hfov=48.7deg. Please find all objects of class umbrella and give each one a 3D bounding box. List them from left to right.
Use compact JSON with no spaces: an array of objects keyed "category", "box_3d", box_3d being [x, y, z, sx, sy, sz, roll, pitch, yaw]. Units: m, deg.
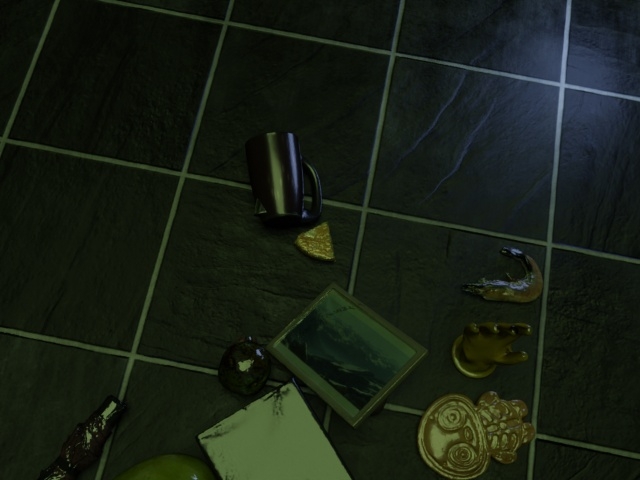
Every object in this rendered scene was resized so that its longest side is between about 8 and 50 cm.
[{"category":"umbrella","box_3d":[-0.561,0.496,1.615,0.090,0.094,0.326,37,73,-5]}]

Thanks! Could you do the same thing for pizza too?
[{"category":"pizza","box_3d":[0.000,0.000,1.849,0.122,0.026,0.109,25,69,9]}]

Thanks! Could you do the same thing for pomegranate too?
[{"category":"pomegranate","box_3d":[-0.171,0.293,1.691,0.125,0.138,0.163,17,39,14]}]

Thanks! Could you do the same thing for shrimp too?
[{"category":"shrimp","box_3d":[0.469,0.087,1.827,0.219,0.046,0.152,0,71,-7]}]

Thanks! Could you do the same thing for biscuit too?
[{"category":"biscuit","box_3d":[0.372,0.462,1.695,0.288,0.044,0.202,-8,71,-3]}]

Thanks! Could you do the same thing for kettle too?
[{"category":"kettle","box_3d":[-0.095,-0.148,1.854,0.201,0.144,0.232,1,74,-35]}]

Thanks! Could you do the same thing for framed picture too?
[{"category":"framed picture","box_3d":[0.054,0.260,1.680,0.247,0.022,0.335,-42,48,-15]}]

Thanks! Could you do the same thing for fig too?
[{"category":"fig","box_3d":[-0.362,0.597,1.513,0.326,0.258,0.258,-15,71,14]}]

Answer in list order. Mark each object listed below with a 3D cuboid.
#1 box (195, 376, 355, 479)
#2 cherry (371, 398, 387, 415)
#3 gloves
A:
[{"category":"box","box_3d":[-0.077,0.523,1.565,0.251,0.204,0.345,-29,74,-11]},{"category":"cherry","box_3d":[0.074,0.361,1.690,0.188,0.115,0.148,-29,109,-4]},{"category":"gloves","box_3d":[0.391,0.238,1.639,0.132,0.294,0.116,-5,70,-5]}]
